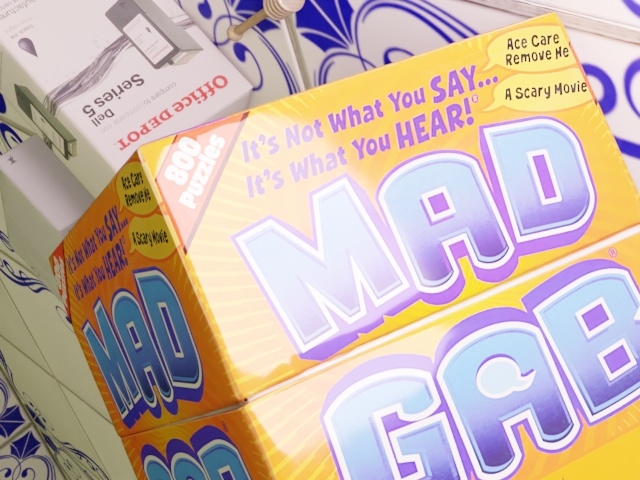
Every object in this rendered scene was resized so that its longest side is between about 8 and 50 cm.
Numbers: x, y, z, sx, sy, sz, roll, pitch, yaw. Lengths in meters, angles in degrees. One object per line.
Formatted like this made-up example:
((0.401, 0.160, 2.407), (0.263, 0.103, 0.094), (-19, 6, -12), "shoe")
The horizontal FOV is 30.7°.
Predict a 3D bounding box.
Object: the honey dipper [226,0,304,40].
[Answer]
((-0.062, -0.226, 1.181), (0.030, 0.030, 0.161), (57, 156, -11), "honey dipper")

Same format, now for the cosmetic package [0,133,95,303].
((-0.294, -0.064, 1.551), (0.138, 0.224, 0.224), (44, 154, 16), "cosmetic package")

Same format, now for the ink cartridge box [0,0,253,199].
((-0.241, -0.193, 1.322), (0.273, 0.198, 0.114), (47, 153, 9), "ink cartridge box")

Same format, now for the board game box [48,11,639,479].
((0.034, 0.082, 0.956), (0.356, 0.356, 0.356), (67, 155, 3), "board game box")
